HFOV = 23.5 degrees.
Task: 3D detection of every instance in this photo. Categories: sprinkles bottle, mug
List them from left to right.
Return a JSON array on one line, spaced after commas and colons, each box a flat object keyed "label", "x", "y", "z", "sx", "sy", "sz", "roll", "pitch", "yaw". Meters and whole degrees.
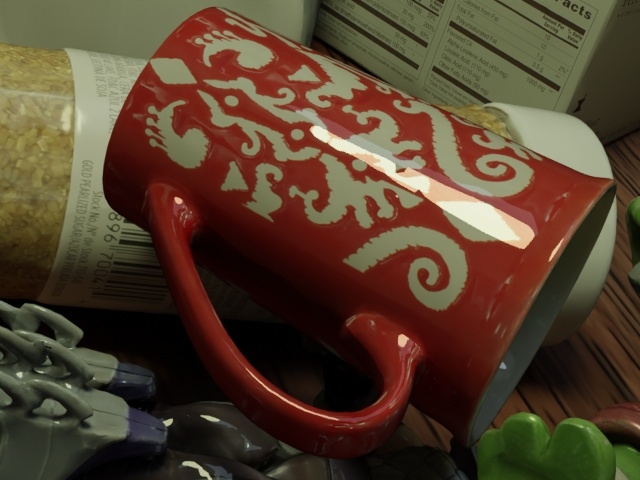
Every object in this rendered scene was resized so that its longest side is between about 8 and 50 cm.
[{"label": "sprinkles bottle", "x": -0.041, "y": -0.021, "z": 0.719, "sx": 0.355, "sy": 0.121, "sz": 0.121, "roll": 6, "pitch": 34, "yaw": -22}, {"label": "mug", "x": 0.005, "y": -0.009, "z": 0.570, "sx": 0.169, "sy": 0.113, "sz": 0.150, "roll": 30, "pitch": 22, "yaw": 14}]

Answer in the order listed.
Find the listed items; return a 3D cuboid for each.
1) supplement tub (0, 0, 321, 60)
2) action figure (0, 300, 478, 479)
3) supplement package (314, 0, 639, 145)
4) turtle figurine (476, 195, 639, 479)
[{"label": "supplement tub", "x": -0.084, "y": -0.195, "z": 0.895, "sx": 0.193, "sy": 0.194, "sz": 0.316, "roll": 17, "pitch": 32, "yaw": -5}, {"label": "action figure", "x": -0.016, "y": 0.093, "z": 0.584, "sx": 0.285, "sy": 0.099, "sz": 0.185, "roll": 17, "pitch": 18, "yaw": -14}, {"label": "supplement package", "x": 0.158, "y": -0.181, "z": 1.055, "sx": 0.204, "sy": 0.145, "sz": 0.262, "roll": 35, "pitch": 35, "yaw": 24}, {"label": "turtle figurine", "x": 0.190, "y": 0.045, "z": 0.572, "sx": 0.198, "sy": 0.274, "sz": 0.266, "roll": 55, "pitch": 36, "yaw": 10}]
